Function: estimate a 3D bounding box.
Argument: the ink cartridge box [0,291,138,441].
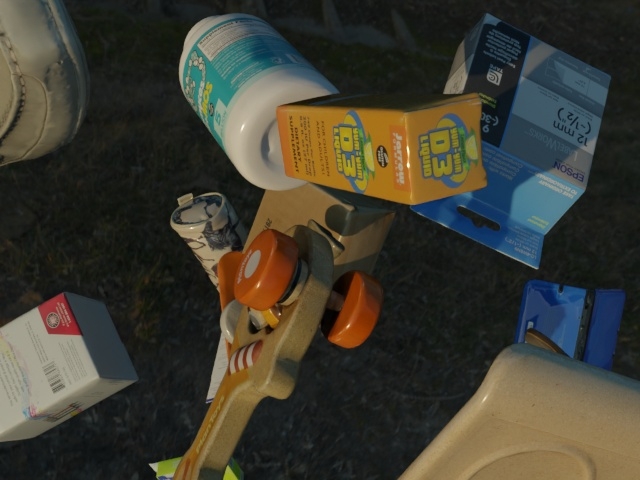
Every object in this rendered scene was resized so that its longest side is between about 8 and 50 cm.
[{"bbox_3d":[-0.366,0.172,1.032,0.176,0.127,0.128,-29,76,3],"label":"ink cartridge box"}]

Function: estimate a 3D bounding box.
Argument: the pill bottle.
[{"bbox_3d":[-0.084,-0.185,0.945,0.146,0.146,0.264,-12,40,-24],"label":"pill bottle"}]

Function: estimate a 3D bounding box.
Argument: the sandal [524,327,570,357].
[{"bbox_3d":[0.376,0.213,1.138,0.060,0.090,0.219,-48,54,2],"label":"sandal"}]

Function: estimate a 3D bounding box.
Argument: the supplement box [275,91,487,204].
[{"bbox_3d":[0.044,-0.088,0.680,0.080,0.233,0.078,-15,106,-27],"label":"supplement box"}]

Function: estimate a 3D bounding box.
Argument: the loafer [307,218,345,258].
[{"bbox_3d":[0.000,0.000,1.638,0.056,0.050,0.148,35,6,-29],"label":"loafer"}]

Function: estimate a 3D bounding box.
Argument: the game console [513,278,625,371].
[{"bbox_3d":[0.648,0.254,2.020,0.250,0.293,0.173,11,7,20],"label":"game console"}]

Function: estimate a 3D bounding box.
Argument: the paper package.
[{"bbox_3d":[-0.020,0.009,1.870,0.168,0.324,0.309,4,23,-46],"label":"paper package"}]

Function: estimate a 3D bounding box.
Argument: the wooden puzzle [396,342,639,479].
[{"bbox_3d":[0.186,0.245,0.675,0.322,0.347,0.080,20,29,-20],"label":"wooden puzzle"}]

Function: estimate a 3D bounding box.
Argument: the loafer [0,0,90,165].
[{"bbox_3d":[-0.237,-0.090,0.497,0.111,0.319,0.112,-26,96,-33],"label":"loafer"}]

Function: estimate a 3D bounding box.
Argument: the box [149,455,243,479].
[{"bbox_3d":[-0.268,0.505,1.656,0.178,0.109,0.042,-15,40,9],"label":"box"}]

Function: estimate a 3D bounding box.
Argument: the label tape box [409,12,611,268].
[{"bbox_3d":[0.314,-0.164,1.258,0.249,0.115,0.347,24,65,-9],"label":"label tape box"}]

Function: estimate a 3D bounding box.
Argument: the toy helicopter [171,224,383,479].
[{"bbox_3d":[-0.090,0.145,0.869,0.140,0.235,0.355,26,89,-24],"label":"toy helicopter"}]

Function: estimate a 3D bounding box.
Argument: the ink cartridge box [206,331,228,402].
[{"bbox_3d":[-0.131,0.179,1.658,0.069,0.176,0.370,45,39,-34],"label":"ink cartridge box"}]

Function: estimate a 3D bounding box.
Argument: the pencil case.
[{"bbox_3d":[-0.244,0.056,2.072,0.160,0.410,0.183,-42,33,-21],"label":"pencil case"}]
